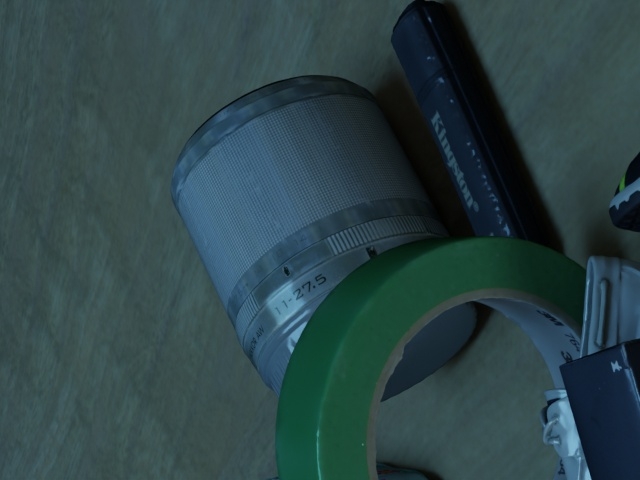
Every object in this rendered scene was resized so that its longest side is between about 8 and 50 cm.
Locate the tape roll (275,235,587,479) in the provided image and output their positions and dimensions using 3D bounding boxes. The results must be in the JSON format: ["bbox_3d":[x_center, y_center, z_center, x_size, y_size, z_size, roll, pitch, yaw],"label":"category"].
[{"bbox_3d":[0.121,0.157,1.589,0.077,0.321,0.321,-1,100,61],"label":"tape roll"}]

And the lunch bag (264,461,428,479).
[{"bbox_3d":[0.040,0.346,2.043,0.279,0.108,0.224,-4,97,62],"label":"lunch bag"}]

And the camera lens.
[{"bbox_3d":[0.000,0.000,1.858,0.274,0.219,0.219,63,149,25],"label":"camera lens"}]

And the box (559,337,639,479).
[{"bbox_3d":[0.281,0.141,1.462,0.093,0.158,0.156,-27,77,62],"label":"box"}]

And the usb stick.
[{"bbox_3d":[0.133,-0.085,1.763,0.077,0.045,0.278,-49,58,56],"label":"usb stick"}]

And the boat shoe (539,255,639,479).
[{"bbox_3d":[0.213,0.138,1.556,0.095,0.084,0.258,98,-174,-78],"label":"boat shoe"}]

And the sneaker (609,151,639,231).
[{"bbox_3d":[0.290,-0.084,1.467,0.234,0.084,0.097,129,147,-55],"label":"sneaker"}]
